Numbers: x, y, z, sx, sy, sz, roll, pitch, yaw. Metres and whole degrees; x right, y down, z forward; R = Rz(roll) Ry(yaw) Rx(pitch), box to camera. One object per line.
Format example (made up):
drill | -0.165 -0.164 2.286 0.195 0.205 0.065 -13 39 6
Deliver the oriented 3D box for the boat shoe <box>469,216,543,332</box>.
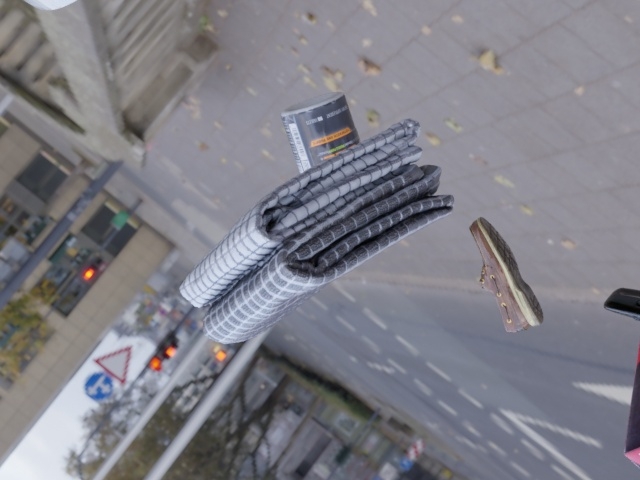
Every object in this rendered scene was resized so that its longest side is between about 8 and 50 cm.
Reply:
boat shoe | 0.258 0.052 1.386 0.178 0.060 0.064 63 -156 5

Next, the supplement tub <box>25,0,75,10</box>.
supplement tub | -0.202 -0.230 0.515 0.144 0.144 0.199 29 178 44

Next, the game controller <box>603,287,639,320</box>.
game controller | 0.502 0.111 1.214 0.166 0.067 0.319 7 -179 -15

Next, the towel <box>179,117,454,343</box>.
towel | 0.000 0.000 1.125 0.121 0.283 0.235 56 145 6

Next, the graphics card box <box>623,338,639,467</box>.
graphics card box | 0.436 0.064 0.835 0.094 0.233 0.371 33 142 -12

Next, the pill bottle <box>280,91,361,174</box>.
pill bottle | 0.022 -0.148 1.809 0.130 0.130 0.246 17 129 66
